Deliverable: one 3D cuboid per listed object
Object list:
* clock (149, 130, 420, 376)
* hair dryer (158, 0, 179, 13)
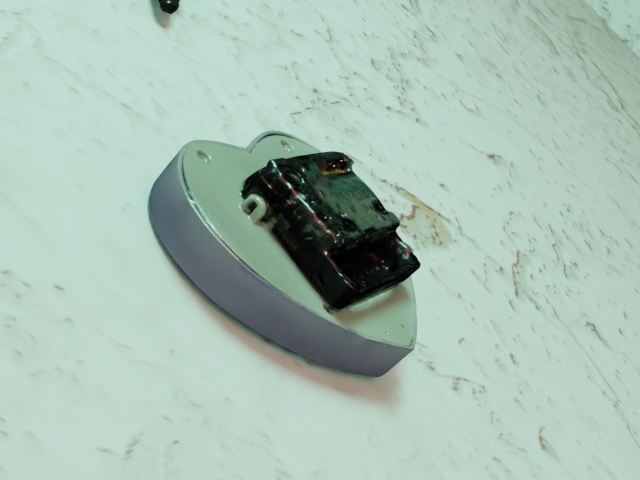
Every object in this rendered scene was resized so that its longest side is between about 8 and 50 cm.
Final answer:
[{"bbox_3d":[0.000,0.000,0.708,0.172,0.064,0.198,50,27,13],"label":"clock"},{"bbox_3d":[-0.105,-0.244,0.936,0.128,0.070,0.255,29,37,-31],"label":"hair dryer"}]
